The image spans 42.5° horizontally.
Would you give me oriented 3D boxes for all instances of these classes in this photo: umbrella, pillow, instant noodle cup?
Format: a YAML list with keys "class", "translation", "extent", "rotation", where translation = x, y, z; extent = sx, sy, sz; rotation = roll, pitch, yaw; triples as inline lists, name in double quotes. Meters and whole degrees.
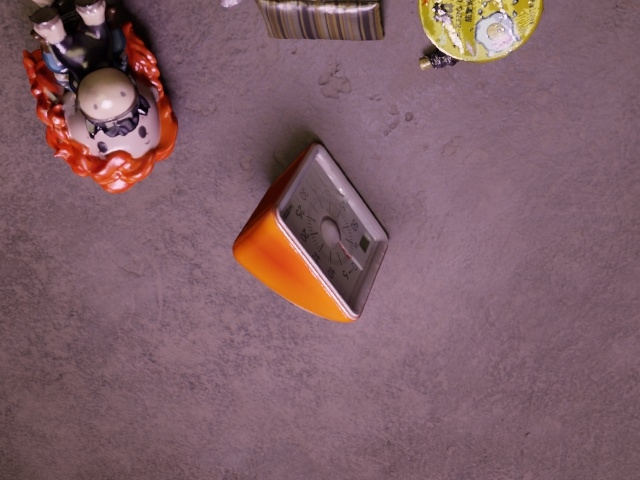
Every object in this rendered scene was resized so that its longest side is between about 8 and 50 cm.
- class: "umbrella"
  translation: [0.233, -0.315, 1.360]
  extent: [0.144, 0.037, 0.040]
  rotation: [-19, 94, 22]
- class: "pillow"
  translation: [0.001, -0.367, 1.362]
  extent: [0.203, 0.038, 0.113]
  rotation: [4, 161, 10]
- class: "instant noodle cup"
  translation: [0.243, -0.381, 1.253]
  extent: [0.182, 0.144, 0.182]
  rotation: [5, 122, 8]

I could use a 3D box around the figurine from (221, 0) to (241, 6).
- class: "figurine"
  translation: [-0.111, -0.443, 1.294]
  extent: [0.240, 0.174, 0.115]
  rotation: [-4, 120, -6]

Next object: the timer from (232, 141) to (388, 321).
- class: "timer"
  translation: [0.000, 0.000, 1.489]
  extent: [0.250, 0.257, 0.161]
  rotation: [40, 128, -11]

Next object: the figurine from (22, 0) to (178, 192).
- class: "figurine"
  translation: [-0.369, -0.260, 1.371]
  extent: [0.306, 0.241, 0.412]
  rotation: [50, 163, 4]
